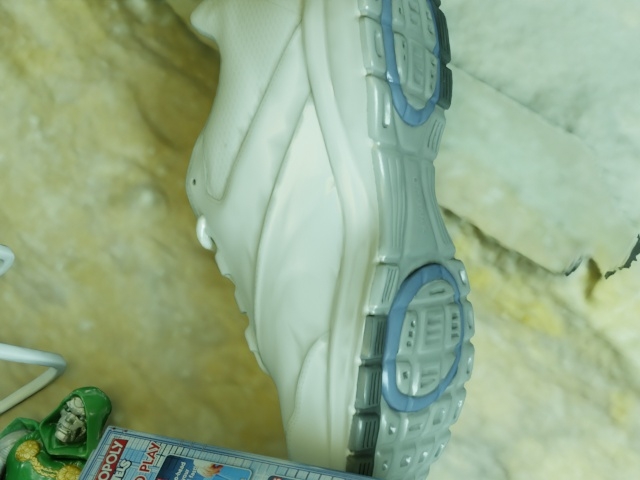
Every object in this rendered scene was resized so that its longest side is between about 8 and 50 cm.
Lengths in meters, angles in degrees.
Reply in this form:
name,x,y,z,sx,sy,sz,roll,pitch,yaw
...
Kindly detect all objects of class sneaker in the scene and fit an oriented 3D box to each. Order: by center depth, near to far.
name,x,y,z,sx,sy,sz,roll,pitch,yaw
sneaker,0.000,0.000,0.876,0.129,0.111,0.297,-6,81,30

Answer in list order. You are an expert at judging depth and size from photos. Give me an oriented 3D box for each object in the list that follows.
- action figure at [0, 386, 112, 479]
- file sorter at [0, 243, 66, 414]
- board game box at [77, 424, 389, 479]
name,x,y,z,sx,sy,sz,roll,pitch,yaw
action figure,-0.171,0.179,0.909,0.137,0.063,0.232,27,88,17
file sorter,-0.277,-0.010,0.882,0.173,0.193,0.278,-31,79,5
board game box,-0.019,0.163,0.825,0.194,0.194,0.060,17,56,14
